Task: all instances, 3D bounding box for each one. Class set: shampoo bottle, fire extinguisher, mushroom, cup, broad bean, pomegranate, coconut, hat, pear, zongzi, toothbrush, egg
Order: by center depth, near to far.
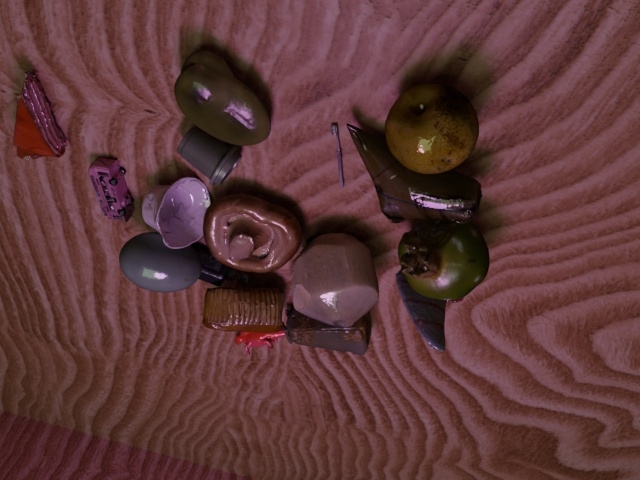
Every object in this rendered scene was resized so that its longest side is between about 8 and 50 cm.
[{"bbox_3d":[0.241,-0.232,1.296,0.197,0.197,0.197,8,138,8],"label":"pear"},{"bbox_3d":[0.221,-0.167,1.399,0.260,0.123,0.289,3,137,37],"label":"zongzi"},{"bbox_3d":[-0.229,-0.308,1.403,0.189,0.121,0.263,-17,131,35],"label":"broad bean"},{"bbox_3d":[0.045,-0.209,1.508,0.017,0.014,0.194,2,137,13],"label":"toothbrush"},{"bbox_3d":[0.294,0.048,1.515,0.236,0.302,0.235,6,102,29],"label":"pomegranate"},{"bbox_3d":[-0.283,-0.217,1.527,0.141,0.120,0.120,36,135,-8],"label":"cup"},{"bbox_3d":[0.040,0.123,1.673,0.245,0.247,0.245,-3,152,-1],"label":"coconut"},{"bbox_3d":[-0.410,-0.086,1.673,0.126,0.203,0.203,15,144,36],"label":"hat"},{"bbox_3d":[-0.192,-0.022,1.683,0.278,0.146,0.278,6,127,8],"label":"mushroom"},{"bbox_3d":[-0.452,0.063,1.717,0.231,0.168,0.168,15,139,-13],"label":"egg"},{"bbox_3d":[0.000,0.000,1.738,0.083,0.025,0.038,-8,111,24],"label":"fire extinguisher"},{"bbox_3d":[-0.367,0.068,1.862,0.310,0.098,0.071,22,133,-8],"label":"shampoo bottle"}]

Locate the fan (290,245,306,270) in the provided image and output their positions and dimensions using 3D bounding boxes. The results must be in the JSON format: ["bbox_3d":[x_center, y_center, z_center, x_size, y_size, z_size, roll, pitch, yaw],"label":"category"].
[{"bbox_3d":[-0.029,0.100,1.868,0.131,0.009,0.240,7,137,5],"label":"fan"}]

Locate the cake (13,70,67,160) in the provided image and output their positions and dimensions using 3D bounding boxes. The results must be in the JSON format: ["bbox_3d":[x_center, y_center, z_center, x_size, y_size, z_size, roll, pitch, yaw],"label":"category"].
[{"bbox_3d":[-0.729,-0.311,1.564,0.135,0.098,0.287,21,142,-5],"label":"cake"}]

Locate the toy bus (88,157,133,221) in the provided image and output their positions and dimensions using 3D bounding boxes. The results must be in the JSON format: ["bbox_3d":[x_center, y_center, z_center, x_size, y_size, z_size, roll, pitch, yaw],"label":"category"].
[{"bbox_3d":[-0.595,-0.144,1.727,0.090,0.063,0.203,9,136,11],"label":"toy bus"}]

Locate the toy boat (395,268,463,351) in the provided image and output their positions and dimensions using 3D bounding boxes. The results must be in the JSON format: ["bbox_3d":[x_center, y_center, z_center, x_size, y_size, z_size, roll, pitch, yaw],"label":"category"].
[{"bbox_3d":[0.294,0.176,1.652,0.206,0.282,0.096,21,136,-7],"label":"toy boat"}]

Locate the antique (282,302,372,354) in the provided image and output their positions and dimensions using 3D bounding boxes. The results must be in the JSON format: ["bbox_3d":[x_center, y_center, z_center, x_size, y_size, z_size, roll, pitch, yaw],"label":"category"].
[{"bbox_3d":[0.017,0.272,1.950,0.284,0.125,0.150,1,136,15],"label":"antique"}]

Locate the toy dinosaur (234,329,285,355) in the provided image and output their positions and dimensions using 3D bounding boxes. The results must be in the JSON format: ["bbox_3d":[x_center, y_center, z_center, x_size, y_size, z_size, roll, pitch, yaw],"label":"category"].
[{"bbox_3d":[-0.202,0.314,2.124,0.286,0.070,0.139,-19,106,30],"label":"toy dinosaur"}]

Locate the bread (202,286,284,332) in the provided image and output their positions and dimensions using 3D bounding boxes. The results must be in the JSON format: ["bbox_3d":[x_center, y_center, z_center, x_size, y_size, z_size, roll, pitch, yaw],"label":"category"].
[{"bbox_3d":[-0.239,0.218,1.890,0.254,0.142,0.227,3,173,-21],"label":"bread"}]
